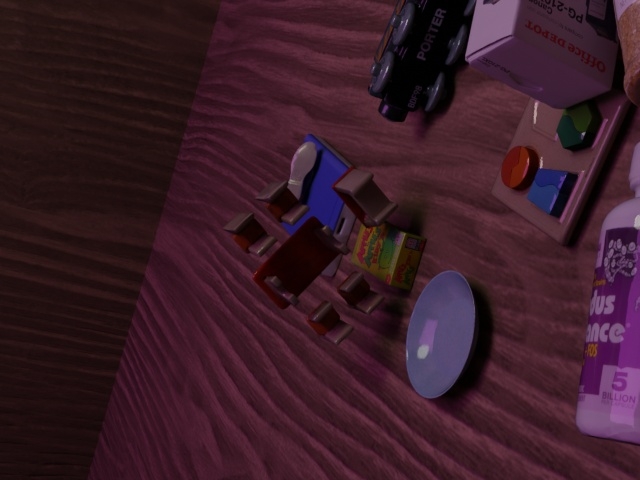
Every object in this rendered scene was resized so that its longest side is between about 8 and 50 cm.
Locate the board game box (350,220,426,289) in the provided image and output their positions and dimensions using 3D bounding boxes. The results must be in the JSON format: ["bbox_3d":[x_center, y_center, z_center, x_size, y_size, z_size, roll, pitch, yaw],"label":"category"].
[{"bbox_3d":[0.115,0.018,1.767,0.181,0.043,0.092,30,105,67],"label":"board game box"}]

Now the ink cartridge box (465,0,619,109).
[{"bbox_3d":[0.298,-0.313,1.298,0.100,0.171,0.237,-17,56,60],"label":"ink cartridge box"}]

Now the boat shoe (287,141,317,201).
[{"bbox_3d":[-0.038,-0.141,2.119,0.043,0.049,0.137,-6,-66,-72],"label":"boat shoe"}]

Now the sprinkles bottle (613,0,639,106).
[{"bbox_3d":[0.400,-0.326,1.192,0.121,0.121,0.356,-43,39,53],"label":"sprinkles bottle"}]

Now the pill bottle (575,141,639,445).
[{"bbox_3d":[0.355,0.056,1.005,0.169,0.169,0.302,-11,67,66],"label":"pill bottle"}]

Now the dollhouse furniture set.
[{"bbox_3d":[0.000,0.000,1.702,0.259,0.262,0.135,-44,16,-12],"label":"dollhouse furniture set"}]

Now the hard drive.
[{"bbox_3d":[-0.002,-0.082,2.110,0.210,0.040,0.319,-70,23,14],"label":"hard drive"}]

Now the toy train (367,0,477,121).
[{"bbox_3d":[0.180,-0.371,1.746,0.190,0.142,0.334,-95,25,-65],"label":"toy train"}]

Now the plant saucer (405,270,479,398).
[{"bbox_3d":[0.191,0.143,1.518,0.195,0.037,0.195,-166,90,-69],"label":"plant saucer"}]

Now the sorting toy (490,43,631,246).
[{"bbox_3d":[0.331,-0.170,1.366,0.307,0.041,0.229,-70,23,16],"label":"sorting toy"}]
